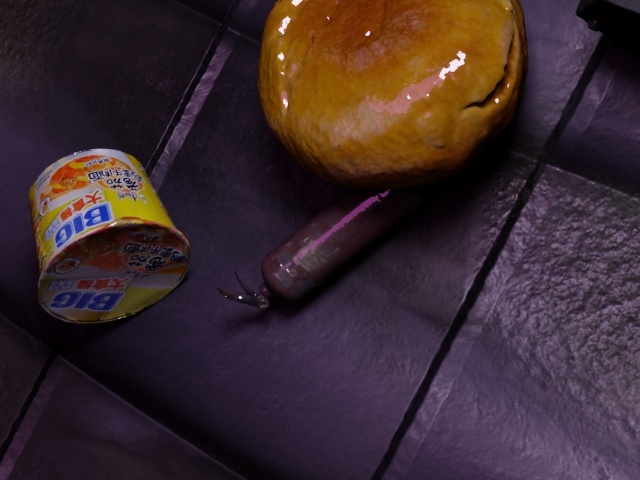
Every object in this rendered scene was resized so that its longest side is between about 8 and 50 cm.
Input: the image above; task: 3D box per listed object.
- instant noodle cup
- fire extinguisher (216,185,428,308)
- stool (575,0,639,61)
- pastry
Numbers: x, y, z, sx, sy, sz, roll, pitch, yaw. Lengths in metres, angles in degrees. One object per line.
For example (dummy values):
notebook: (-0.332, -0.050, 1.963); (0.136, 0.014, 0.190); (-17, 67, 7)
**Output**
instant noodle cup: (-0.279, -0.012, 1.582); (0.205, 0.205, 0.153); (-33, 55, 15)
fire extinguisher: (0.000, 0.000, 1.492); (0.267, 0.089, 0.072); (-38, 39, 12)
stool: (0.395, -0.252, 1.297); (0.232, 0.232, 0.141); (29, 92, 29)
pastry: (0.084, -0.218, 1.435); (0.356, 0.164, 0.356); (-10, 57, 16)
